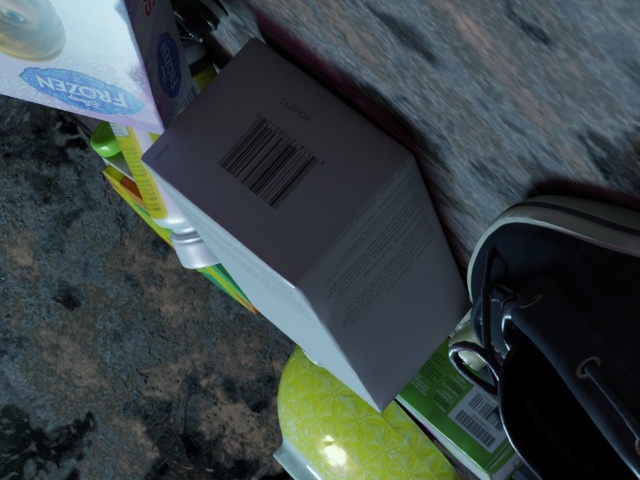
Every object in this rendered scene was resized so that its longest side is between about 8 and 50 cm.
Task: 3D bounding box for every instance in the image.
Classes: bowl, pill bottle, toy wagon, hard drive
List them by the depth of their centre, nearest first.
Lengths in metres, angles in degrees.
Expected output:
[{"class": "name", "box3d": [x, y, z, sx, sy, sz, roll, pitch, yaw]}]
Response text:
[{"class": "pill bottle", "box3d": [-0.133, -0.085, 1.571, 0.208, 0.119, 0.119, 68, 165, -16]}, {"class": "toy wagon", "box3d": [-0.126, -0.011, 1.779, 0.267, 0.068, 0.344, 48, 171, -35]}, {"class": "bowl", "box3d": [0.032, 0.267, 2.045, 0.289, 0.156, 0.289, 47, 173, 8]}, {"class": "hard drive", "box3d": [0.263, 0.309, 2.318, 0.135, 0.022, 0.094, 47, 172, -22]}]

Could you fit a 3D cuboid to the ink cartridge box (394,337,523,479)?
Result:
[{"class": "ink cartridge box", "box3d": [0.184, 0.225, 1.970, 0.189, 0.097, 0.255, 40, 171, 23]}]

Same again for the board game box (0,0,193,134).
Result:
[{"class": "board game box", "box3d": [-0.280, -0.232, 1.239, 0.318, 0.066, 0.318, 15, 151, 16]}]

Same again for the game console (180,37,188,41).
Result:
[{"class": "game console", "box3d": [-0.158, -0.206, 1.681, 0.144, 0.085, 0.124, 40, 141, 23]}]

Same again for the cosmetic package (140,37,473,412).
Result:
[{"class": "cosmetic package", "box3d": [0.000, 0.000, 1.431, 0.197, 0.155, 0.365, 38, 172, 23]}]

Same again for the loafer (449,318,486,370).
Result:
[{"class": "loafer", "box3d": [0.161, 0.102, 1.561, 0.056, 0.050, 0.148, 43, 173, 6]}]

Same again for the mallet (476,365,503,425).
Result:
[{"class": "mallet", "box3d": [0.206, 0.152, 1.704, 0.039, 0.062, 0.190, 47, -173, -14]}]

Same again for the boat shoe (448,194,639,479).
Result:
[{"class": "boat shoe", "box3d": [0.176, 0.083, 0.962, 0.187, 0.156, 0.500, 43, 174, -11]}]

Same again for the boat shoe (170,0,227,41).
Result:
[{"class": "boat shoe", "box3d": [-0.120, -0.199, 1.404, 0.046, 0.038, 0.125, 47, 172, -25]}]

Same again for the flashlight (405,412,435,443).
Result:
[{"class": "flashlight", "box3d": [0.077, 0.153, 2.146, 0.103, 0.103, 0.304, -9, 131, 47]}]
